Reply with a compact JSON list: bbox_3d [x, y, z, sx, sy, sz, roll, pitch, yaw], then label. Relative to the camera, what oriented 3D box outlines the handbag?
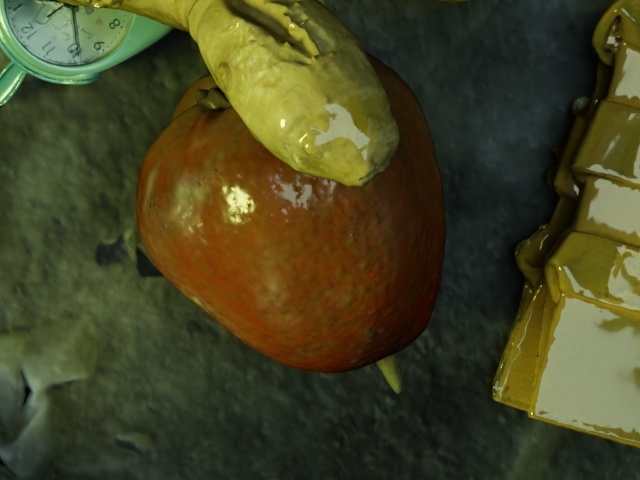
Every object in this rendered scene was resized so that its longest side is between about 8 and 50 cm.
[{"bbox_3d":[0.296,-0.038,1.319,0.283,0.133,0.401,17,87,-13],"label":"handbag"}]

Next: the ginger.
[{"bbox_3d":[-0.071,-0.193,1.143,0.348,0.122,0.363,25,43,5],"label":"ginger"}]

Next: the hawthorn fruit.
[{"bbox_3d":[0.000,0.000,1.195,0.199,0.199,0.251,-35,111,-13],"label":"hawthorn fruit"}]

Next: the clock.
[{"bbox_3d":[-0.168,-0.150,1.204,0.147,0.045,0.108,-38,102,-12],"label":"clock"}]
